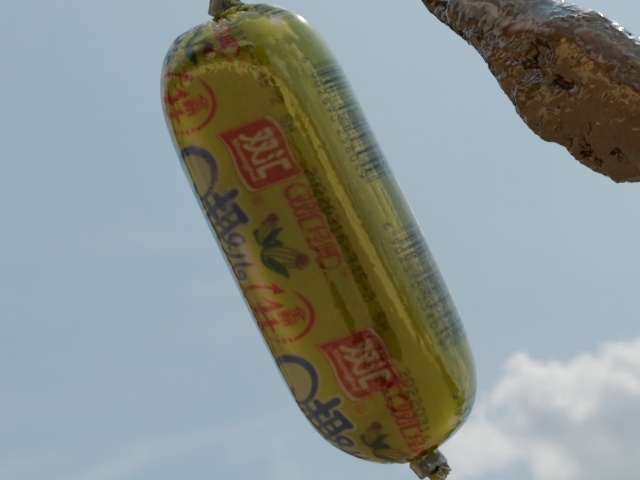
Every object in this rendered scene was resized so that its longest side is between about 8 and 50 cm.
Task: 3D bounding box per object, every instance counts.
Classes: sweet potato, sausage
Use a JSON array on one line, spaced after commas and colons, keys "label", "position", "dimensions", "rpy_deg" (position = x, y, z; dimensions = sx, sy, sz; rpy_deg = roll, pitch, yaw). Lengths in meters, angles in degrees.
[{"label": "sweet potato", "position": [0.111, -0.075, 0.867], "dimensions": [0.206, 0.068, 0.060], "rpy_deg": [41, -18, 43]}, {"label": "sausage", "position": [0.000, 0.000, 1.226], "dimensions": [0.123, 0.347, 0.123], "rpy_deg": [-25, 0, 0]}]
